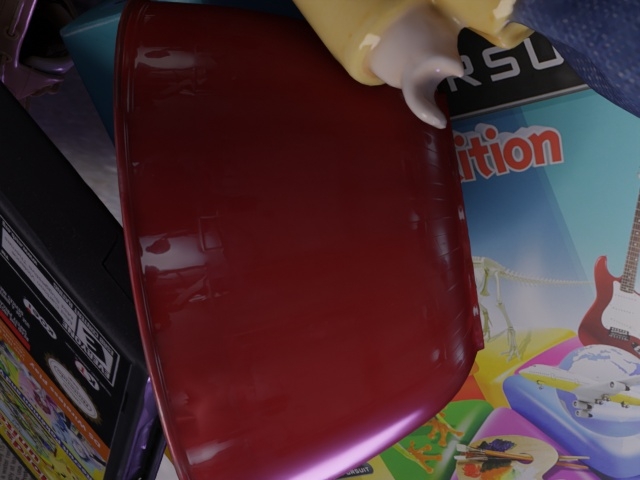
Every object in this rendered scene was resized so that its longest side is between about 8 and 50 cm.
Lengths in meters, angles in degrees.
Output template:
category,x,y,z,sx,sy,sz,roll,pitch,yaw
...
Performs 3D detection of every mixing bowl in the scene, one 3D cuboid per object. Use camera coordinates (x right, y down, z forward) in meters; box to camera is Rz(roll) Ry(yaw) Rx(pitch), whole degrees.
category,x,y,z,sx,sy,sz,roll,pitch,yaw
mixing bowl,0.000,0.000,0.540,0.098,0.181,0.181,-9,150,5

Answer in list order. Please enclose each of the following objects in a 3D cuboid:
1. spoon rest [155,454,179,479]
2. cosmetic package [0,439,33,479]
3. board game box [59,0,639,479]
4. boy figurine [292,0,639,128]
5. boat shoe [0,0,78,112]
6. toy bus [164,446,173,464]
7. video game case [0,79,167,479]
category,x,y,z,sx,sy,sz,roll,pitch,yaw
spoon rest,-0.111,0.072,0.970,0.276,0.137,0.084,34,177,-21
cosmetic package,-0.206,0.119,1.021,0.309,0.160,0.113,19,151,-18
board game box,0.076,0.025,0.656,0.254,0.079,0.336,-12,112,33
boy figurine,0.049,-0.129,0.477,0.285,0.177,0.092,35,-177,16
boat shoe,-0.133,-0.088,0.705,0.059,0.063,0.170,15,152,0
toy bus,-0.030,0.028,0.851,0.104,0.202,0.191,46,172,34
video game case,-0.161,-0.007,0.717,0.275,0.035,0.248,49,154,12
